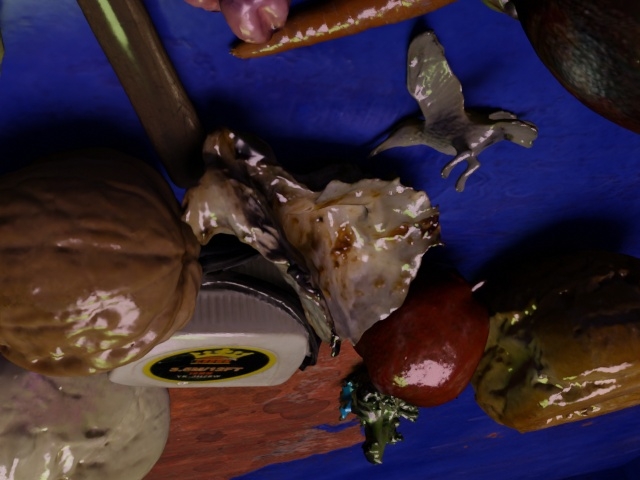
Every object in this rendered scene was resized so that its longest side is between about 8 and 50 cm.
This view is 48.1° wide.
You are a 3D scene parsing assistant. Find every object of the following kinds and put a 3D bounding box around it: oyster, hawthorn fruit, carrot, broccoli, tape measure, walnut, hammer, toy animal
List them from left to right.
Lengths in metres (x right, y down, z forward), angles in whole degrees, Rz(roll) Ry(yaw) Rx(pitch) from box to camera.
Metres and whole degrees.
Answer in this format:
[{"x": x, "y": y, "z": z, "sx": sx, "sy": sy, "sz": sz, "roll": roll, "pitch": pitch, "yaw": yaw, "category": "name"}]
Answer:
[{"x": -0.213, "y": 0.017, "z": 0.619, "sx": 0.213, "sy": 0.213, "sz": 0.213, "roll": -12, "pitch": 149, "yaw": -7, "category": "walnut"}, {"x": -0.150, "y": -0.173, "z": 0.485, "sx": 0.168, "sy": 0.044, "sz": 0.440, "roll": -15, "pitch": 149, "yaw": 0, "category": "hammer"}, {"x": -0.099, "y": 0.086, "z": 0.835, "sx": 0.270, "sy": 0.133, "sz": 0.231, "roll": 7, "pitch": 152, "yaw": -24, "category": "tape measure"}, {"x": -0.004, "y": 0.007, "z": 0.704, "sx": 0.133, "sy": 0.198, "sz": 0.337, "roll": 17, "pitch": 177, "yaw": 35, "category": "oyster"}, {"x": 0.027, "y": -0.181, "z": 0.559, "sx": 0.216, "sy": 0.048, "sz": 0.048, "roll": -18, "pitch": 149, "yaw": 13, "category": "carrot"}, {"x": 0.101, "y": 0.308, "z": 1.262, "sx": 0.154, "sy": 0.160, "sz": 0.167, "roll": 25, "pitch": 147, "yaw": -12, "category": "broccoli"}, {"x": 0.145, "y": 0.116, "z": 0.963, "sx": 0.202, "sy": 0.185, "sz": 0.185, "roll": -47, "pitch": 140, "yaw": 15, "category": "hawthorn fruit"}, {"x": 0.116, "y": -0.098, "z": 0.681, "sx": 0.155, "sy": 0.095, "sz": 0.219, "roll": -33, "pitch": 144, "yaw": 18, "category": "toy animal"}]

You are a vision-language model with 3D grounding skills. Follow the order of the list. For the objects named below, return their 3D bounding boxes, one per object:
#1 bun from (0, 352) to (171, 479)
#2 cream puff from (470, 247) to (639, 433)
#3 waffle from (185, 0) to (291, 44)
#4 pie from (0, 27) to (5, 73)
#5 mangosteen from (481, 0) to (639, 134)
[{"x": -0.368, "y": 0.267, "z": 0.917, "sx": 0.360, "sy": 0.213, "sz": 0.361, "roll": -14, "pitch": 147, "yaw": -9, "category": "bun"}, {"x": 0.356, "y": 0.131, "z": 1.025, "sx": 0.326, "sy": 0.231, "sz": 0.343, "roll": -17, "pitch": 156, "yaw": 10, "category": "cream puff"}, {"x": 0.007, "y": -0.201, "z": 0.343, "sx": 0.234, "sy": 0.221, "sz": 0.055, "roll": -34, "pitch": 138, "yaw": 14, "category": "waffle"}, {"x": -0.344, "y": -0.118, "z": 0.447, "sx": 0.276, "sy": 0.079, "sz": 0.277, "roll": -12, "pitch": 151, "yaw": -7, "category": "pie"}, {"x": 0.220, "y": -0.219, "z": 0.409, "sx": 0.306, "sy": 0.359, "sz": 0.306, "roll": -35, "pitch": 143, "yaw": -32, "category": "mangosteen"}]
